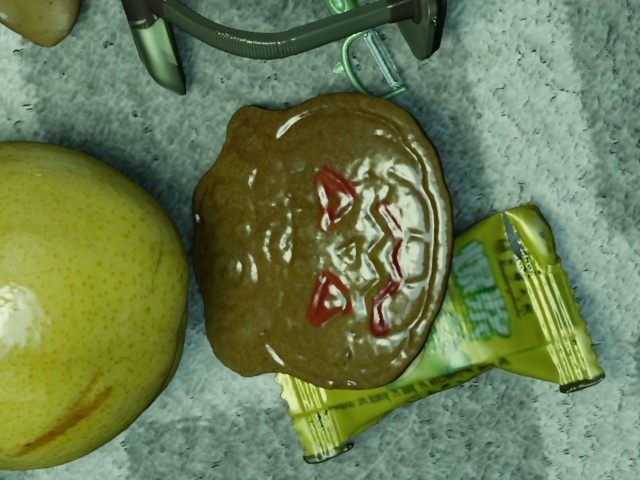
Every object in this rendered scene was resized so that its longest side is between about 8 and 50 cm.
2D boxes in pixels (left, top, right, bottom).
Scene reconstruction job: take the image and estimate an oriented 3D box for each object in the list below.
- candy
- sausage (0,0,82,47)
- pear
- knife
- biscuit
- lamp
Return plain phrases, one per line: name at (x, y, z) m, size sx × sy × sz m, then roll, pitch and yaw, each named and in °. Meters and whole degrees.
candy at (0.096, 0.088, 1.770) m, size 0.297 × 0.081 × 0.187 m, roll -19°, pitch 90°, yaw 9°
sausage at (-0.327, -0.401, 1.645) m, size 0.136 × 0.123 × 0.501 m, roll -7°, pitch 112°, yaw 52°
pear at (-0.270, 0.059, 1.689) m, size 0.314 × 0.314 × 0.314 m, roll 1°, pitch 105°, yaw 4°
knife at (0.007, -0.218, 1.733) m, size 0.054 × 0.015 × 0.212 m, roll -26°, pitch 102°, yaw 15°
biscuit at (-0.001, 0.000, 1.734) m, size 0.257 × 0.049 × 0.273 m, roll 4°, pitch 96°, yaw 21°
lamp at (-0.037, -0.185, 1.673) m, size 0.283 × 0.203 × 0.124 m, roll -7°, pitch 65°, yaw -2°
